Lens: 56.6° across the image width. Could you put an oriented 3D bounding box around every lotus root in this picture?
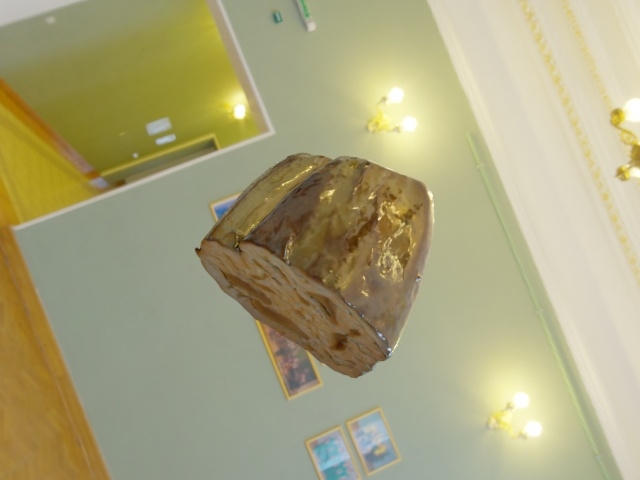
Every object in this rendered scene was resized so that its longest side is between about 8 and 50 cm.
[{"bbox_3d":[0.000,0.000,0.774,0.316,0.250,0.316,28,-16,9],"label":"lotus root"}]
